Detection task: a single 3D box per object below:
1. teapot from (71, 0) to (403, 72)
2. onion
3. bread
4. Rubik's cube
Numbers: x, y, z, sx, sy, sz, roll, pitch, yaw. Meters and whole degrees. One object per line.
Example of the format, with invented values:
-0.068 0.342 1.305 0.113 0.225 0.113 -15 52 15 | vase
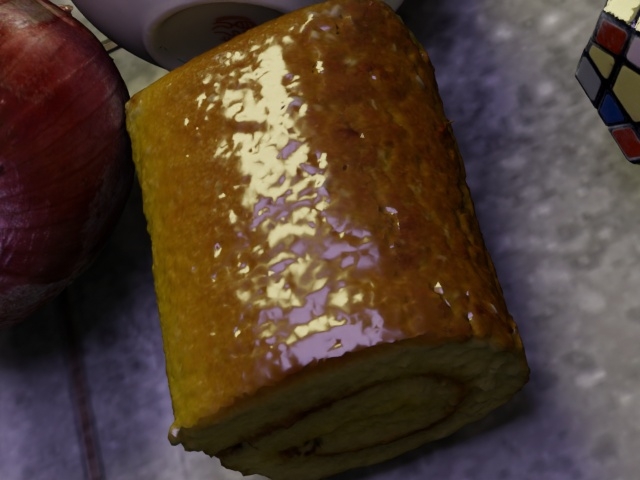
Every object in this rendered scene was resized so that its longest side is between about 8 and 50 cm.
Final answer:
-0.049 -0.132 0.808 0.159 0.245 0.116 -19 57 59 | teapot
-0.148 -0.051 0.834 0.159 0.159 0.195 -7 29 22 | onion
0.000 0.000 0.751 0.132 0.103 0.172 -23 54 13 | bread
0.154 -0.075 0.732 0.093 0.111 0.111 28 73 10 | Rubik's cube
